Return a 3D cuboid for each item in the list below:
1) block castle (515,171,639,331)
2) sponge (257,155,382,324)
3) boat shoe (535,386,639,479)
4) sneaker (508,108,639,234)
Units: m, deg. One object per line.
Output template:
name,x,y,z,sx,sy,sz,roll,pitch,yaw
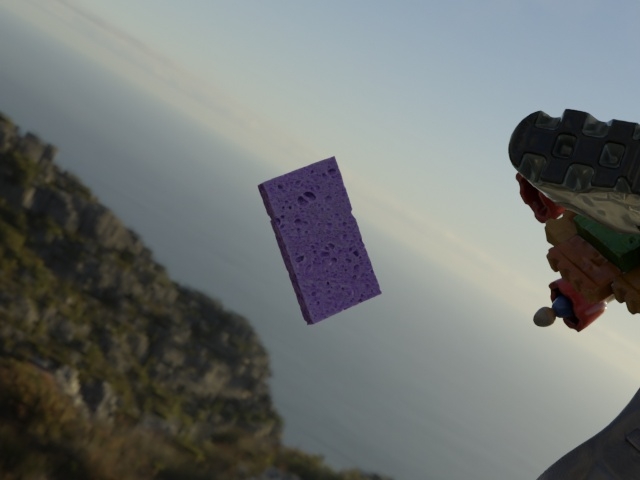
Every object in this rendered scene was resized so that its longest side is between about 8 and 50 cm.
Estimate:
block castle,0.434,0.080,1.642,0.453,0.213,0.303,51,-13,54
sponge,0.000,0.000,1.742,0.031,0.117,0.210,-11,-81,67
boat shoe,0.315,0.172,1.023,0.132,0.355,0.130,54,-3,41
sneaker,0.384,-0.058,1.405,0.330,0.122,0.146,21,-13,33
